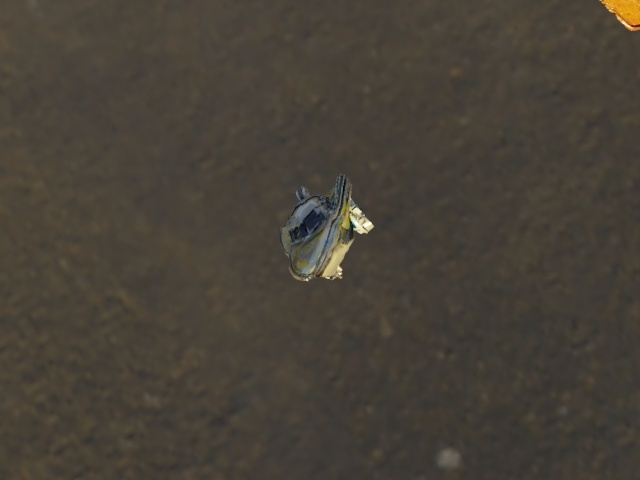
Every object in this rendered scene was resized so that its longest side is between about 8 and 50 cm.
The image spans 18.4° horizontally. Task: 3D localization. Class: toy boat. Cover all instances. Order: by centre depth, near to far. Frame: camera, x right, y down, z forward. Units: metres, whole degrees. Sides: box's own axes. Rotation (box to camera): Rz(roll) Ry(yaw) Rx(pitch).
[{"bbox_3d":[0.000,0.000,1.810,0.084,0.066,0.210,-38,12,12],"label":"toy boat"}]

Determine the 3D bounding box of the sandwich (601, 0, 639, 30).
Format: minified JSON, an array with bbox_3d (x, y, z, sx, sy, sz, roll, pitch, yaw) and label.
[{"bbox_3d":[0.212,-0.176,1.322,0.101,0.069,0.026,-9,29,49],"label":"sandwich"}]
